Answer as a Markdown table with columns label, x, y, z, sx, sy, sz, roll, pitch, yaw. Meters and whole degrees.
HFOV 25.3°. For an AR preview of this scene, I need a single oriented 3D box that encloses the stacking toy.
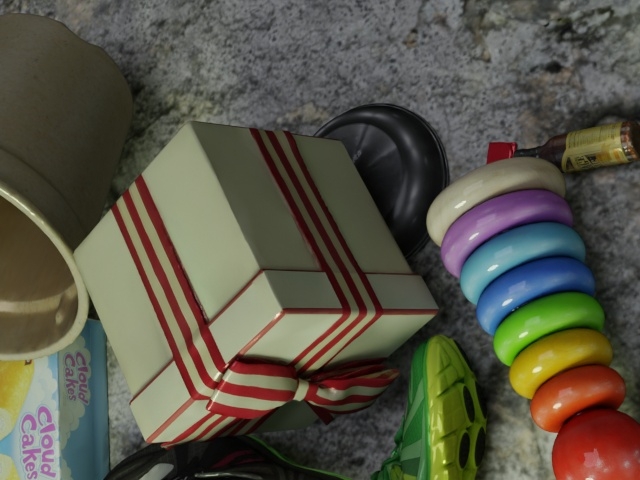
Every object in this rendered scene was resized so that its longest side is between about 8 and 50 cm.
| label | x | y | z | sx | sy | sz | roll | pitch | yaw |
| --- | --- | --- | --- | --- | --- | --- | --- | --- | --- |
| stacking toy | 0.213 | 0.092 | 1.311 | 0.141 | 0.141 | 0.330 | -32 | 61 | 24 |

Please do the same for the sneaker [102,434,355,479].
| label | x | y | z | sx | sy | sz | roll | pitch | yaw |
| --- | --- | --- | --- | --- | --- | --- | --- | --- | --- |
| sneaker | -0.119 | 0.278 | 1.420 | 0.483 | 0.202 | 0.185 | -7 | 74 | 54 |

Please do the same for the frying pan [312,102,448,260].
| label | x | y | z | sx | sy | sz | roll | pitch | yaw |
| --- | --- | --- | --- | --- | --- | --- | --- | --- | --- |
| frying pan | -0.007 | -0.026 | 1.555 | 0.326 | 0.053 | 0.197 | -31 | 62 | 21 |

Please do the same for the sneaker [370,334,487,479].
| label | x | y | z | sx | sy | sz | roll | pitch | yaw |
| --- | --- | --- | --- | --- | --- | --- | --- | --- | --- |
| sneaker | 0.088 | 0.235 | 1.386 | 0.123 | 0.109 | 0.295 | 1 | 79 | 31 |

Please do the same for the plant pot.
| label | x | y | z | sx | sy | sz | roll | pitch | yaw |
| --- | --- | --- | --- | --- | --- | --- | --- | --- | --- |
| plant pot | -0.368 | -0.085 | 1.627 | 0.334 | 0.334 | 0.305 | -12 | 41 | 32 |

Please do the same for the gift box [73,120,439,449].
| label | x | y | z | sx | sy | sz | roll | pitch | yaw |
| --- | --- | --- | --- | --- | --- | --- | --- | --- | --- |
| gift box | -0.066 | 0.067 | 1.416 | 0.276 | 0.255 | 0.258 | -49 | 57 | 36 |

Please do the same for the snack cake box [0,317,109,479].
| label | x | y | z | sx | sy | sz | roll | pitch | yaw |
| --- | --- | --- | --- | --- | --- | --- | --- | --- | --- |
| snack cake box | -0.334 | 0.230 | 1.686 | 0.152 | 0.089 | 0.264 | -15 | 71 | 31 |

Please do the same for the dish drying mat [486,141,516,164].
| label | x | y | z | sx | sy | sz | roll | pitch | yaw |
| --- | --- | --- | --- | --- | --- | --- | --- | --- | --- |
| dish drying mat | 0.181 | -0.060 | 1.455 | 0.032 | 0.008 | 0.083 | 1 | 80 | 35 |

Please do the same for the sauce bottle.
| label | x | y | z | sx | sy | sz | roll | pitch | yaw |
| --- | --- | --- | --- | --- | --- | --- | --- | --- | --- |
| sauce bottle | 0.251 | -0.087 | 1.395 | 0.128 | 0.042 | 0.042 | -11 | 73 | 34 |
